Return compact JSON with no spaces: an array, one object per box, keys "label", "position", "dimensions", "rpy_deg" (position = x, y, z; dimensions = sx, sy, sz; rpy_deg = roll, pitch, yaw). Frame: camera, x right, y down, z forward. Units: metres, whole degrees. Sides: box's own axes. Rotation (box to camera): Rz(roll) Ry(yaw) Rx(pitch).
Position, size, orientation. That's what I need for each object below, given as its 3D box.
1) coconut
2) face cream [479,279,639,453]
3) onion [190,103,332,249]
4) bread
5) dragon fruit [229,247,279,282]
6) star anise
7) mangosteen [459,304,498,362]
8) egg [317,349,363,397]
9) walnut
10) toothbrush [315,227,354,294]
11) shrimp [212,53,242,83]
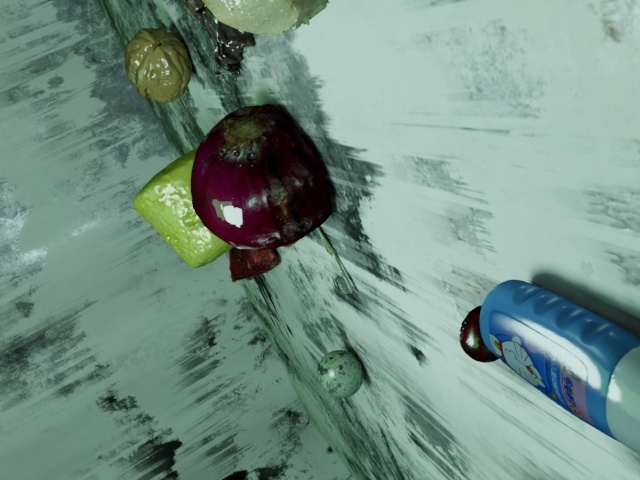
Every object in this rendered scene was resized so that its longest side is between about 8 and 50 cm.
[{"label":"coconut","position":[-0.081,-0.355,0.784],"dimensions":[0.194,0.194,0.194],"rpy_deg":[55,164,23]},{"label":"face cream","position":[0.284,0.136,0.657],"dimensions":[0.264,0.083,0.149],"rpy_deg":[35,154,59]},{"label":"onion","position":[-0.148,-0.115,1.327],"dimensions":[0.336,0.260,0.281],"rpy_deg":[50,167,34]},{"label":"bread","position":[-0.342,-0.102,1.829],"dimensions":[0.307,0.348,0.348],"rpy_deg":[59,166,-3]},{"label":"dragon fruit","position":[-0.234,0.017,2.157],"dimensions":[0.262,0.134,0.211],"rpy_deg":[-28,79,60]},{"label":"star anise","position":[-0.204,-0.444,1.191],"dimensions":[0.220,0.099,0.214],"rpy_deg":[33,140,61]},{"label":"mangosteen","position":[0.229,0.129,0.848],"dimensions":[0.081,0.081,0.081],"rpy_deg":[55,164,23]},{"label":"egg","position":[0.061,0.393,1.819],"dimensions":[0.132,0.132,0.172],"rpy_deg":[49,172,39]},{"label":"walnut","position":[-0.471,-0.505,1.811],"dimensions":[0.198,0.198,0.245],"rpy_deg":[58,156,10]},{"label":"toothbrush","position":[0.005,-0.003,1.470],"dimensions":[0.294,0.028,0.026],"rpy_deg":[64,165,7]},{"label":"shrimp","position":[-0.214,-0.389,1.412],"dimensions":[0.165,0.057,0.065],"rpy_deg":[-121,26,-49]}]
